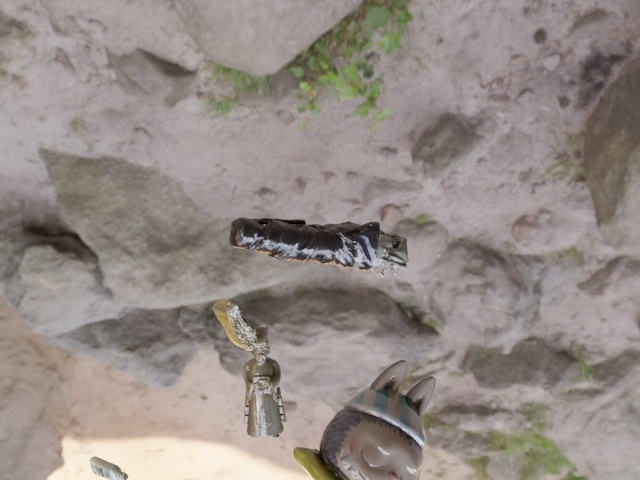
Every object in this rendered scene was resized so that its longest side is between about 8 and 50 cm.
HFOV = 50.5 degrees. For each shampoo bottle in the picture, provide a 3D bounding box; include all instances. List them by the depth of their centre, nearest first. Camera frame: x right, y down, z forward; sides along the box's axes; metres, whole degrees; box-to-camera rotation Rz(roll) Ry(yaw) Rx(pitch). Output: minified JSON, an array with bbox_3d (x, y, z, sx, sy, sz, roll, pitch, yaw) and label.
[{"bbox_3d":[-0.511,0.561,1.650,0.141,0.034,0.049,1,105,41],"label":"shampoo bottle"}]

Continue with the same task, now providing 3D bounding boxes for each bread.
[{"bbox_3d":[-0.135,0.132,1.075,0.070,0.035,0.083,7,130,60],"label":"bread"}]

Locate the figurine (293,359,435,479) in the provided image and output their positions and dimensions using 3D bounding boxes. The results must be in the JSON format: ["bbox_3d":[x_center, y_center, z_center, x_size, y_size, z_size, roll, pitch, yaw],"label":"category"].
[{"bbox_3d":[0.163,0.487,1.595,0.377,0.266,0.361,-41,156,-14],"label":"figurine"}]

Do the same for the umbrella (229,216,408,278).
[{"bbox_3d":[0.003,-0.003,1.248,0.357,0.106,0.113,9,168,-29],"label":"umbrella"}]

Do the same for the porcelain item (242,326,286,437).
[{"bbox_3d":[-0.112,0.274,1.320,0.084,0.054,0.213,-3,101,-5],"label":"porcelain item"}]
